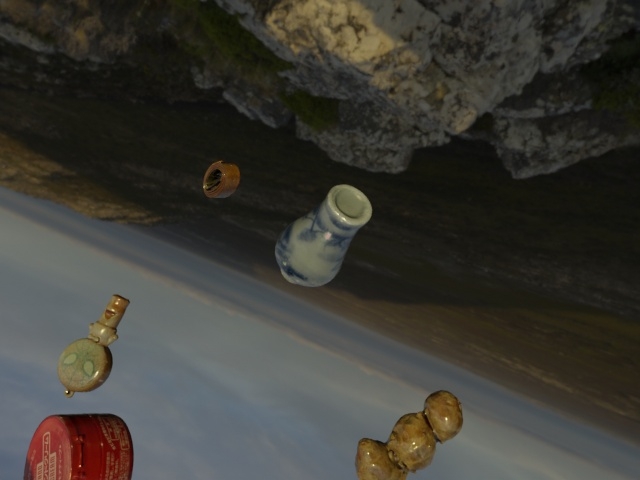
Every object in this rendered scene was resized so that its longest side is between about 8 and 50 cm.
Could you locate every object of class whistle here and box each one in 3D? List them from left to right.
[{"bbox_3d":[-0.456,0.214,1.042,0.107,0.220,0.057,20,166,16],"label":"whistle"}]

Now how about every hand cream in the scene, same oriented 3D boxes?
[{"bbox_3d":[-0.448,0.418,0.947,0.193,0.193,0.125,14,176,44],"label":"hand cream"}]

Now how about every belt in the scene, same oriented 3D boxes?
[{"bbox_3d":[-0.176,-0.107,0.897,0.036,0.059,0.083,-5,166,-42],"label":"belt"}]

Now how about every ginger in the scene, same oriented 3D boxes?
[{"bbox_3d":[0.146,0.323,0.823,0.104,0.204,0.080,58,174,-19],"label":"ginger"}]

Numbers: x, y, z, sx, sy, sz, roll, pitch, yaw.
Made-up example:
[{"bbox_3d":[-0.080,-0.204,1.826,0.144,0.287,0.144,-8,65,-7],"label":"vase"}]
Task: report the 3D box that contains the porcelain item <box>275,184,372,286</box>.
[{"bbox_3d":[0.000,0.000,0.998,0.141,0.141,0.259,26,139,-15],"label":"porcelain item"}]
